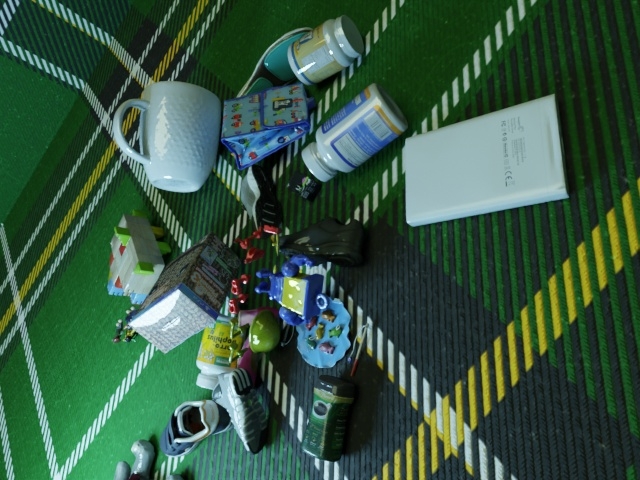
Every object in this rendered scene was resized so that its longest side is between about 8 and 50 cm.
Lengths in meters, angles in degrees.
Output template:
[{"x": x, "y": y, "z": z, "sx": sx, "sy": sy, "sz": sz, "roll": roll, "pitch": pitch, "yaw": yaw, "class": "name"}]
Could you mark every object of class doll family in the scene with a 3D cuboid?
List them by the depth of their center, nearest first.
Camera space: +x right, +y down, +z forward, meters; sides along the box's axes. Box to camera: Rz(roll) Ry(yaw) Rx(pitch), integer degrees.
[{"x": -0.681, "y": 0.311, "z": 1.772, "sx": 0.193, "sy": 0.076, "sz": 0.111, "roll": -48, "pitch": 31, "yaw": 22, "class": "doll family"}]

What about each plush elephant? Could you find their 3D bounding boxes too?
[{"x": -0.607, "y": 0.776, "z": 1.421, "sx": 0.272, "sy": 0.255, "sz": 0.329, "roll": 28, "pitch": 93, "yaw": 42, "class": "plush elephant"}]

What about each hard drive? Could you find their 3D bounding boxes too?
[{"x": 0.364, "y": -0.174, "z": 1.123, "sx": 0.353, "sy": 0.047, "sz": 0.232, "roll": -11, "pitch": 68, "yaw": 35, "class": "hard drive"}]

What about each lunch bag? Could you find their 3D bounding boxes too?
[{"x": -0.151, "y": -0.382, "z": 1.552, "sx": 0.294, "sy": 0.138, "sz": 0.220, "roll": -18, "pitch": 46, "yaw": 11, "class": "lunch bag"}]

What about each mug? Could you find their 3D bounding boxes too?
[{"x": -0.535, "y": -0.358, "z": 1.706, "sx": 0.276, "sy": 0.374, "sz": 0.327, "roll": -8, "pitch": 76, "yaw": 42, "class": "mug"}]

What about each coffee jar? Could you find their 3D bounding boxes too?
[{"x": 0.020, "y": 0.418, "z": 1.162, "sx": 0.096, "sy": 0.079, "sz": 0.184, "roll": 6, "pitch": 79, "yaw": 44, "class": "coffee jar"}]

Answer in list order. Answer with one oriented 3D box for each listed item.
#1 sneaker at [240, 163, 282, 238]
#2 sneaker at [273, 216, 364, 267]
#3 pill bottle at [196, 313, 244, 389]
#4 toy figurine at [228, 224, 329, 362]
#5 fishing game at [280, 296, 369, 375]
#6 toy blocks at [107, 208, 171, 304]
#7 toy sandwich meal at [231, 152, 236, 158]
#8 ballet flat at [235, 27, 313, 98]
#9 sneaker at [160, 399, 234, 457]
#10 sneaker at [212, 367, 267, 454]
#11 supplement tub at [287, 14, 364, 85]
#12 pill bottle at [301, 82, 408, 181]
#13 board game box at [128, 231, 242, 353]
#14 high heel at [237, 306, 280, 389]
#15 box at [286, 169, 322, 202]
[{"x": -0.194, "y": -0.110, "z": 1.530, "sx": 0.108, "sy": 0.100, "sz": 0.271, "roll": -41, "pitch": 46, "yaw": 32, "class": "sneaker"}, {"x": 0.000, "y": 0.000, "z": 1.332, "sx": 0.287, "sy": 0.109, "sz": 0.130, "roll": 2, "pitch": 66, "yaw": 33, "class": "sneaker"}, {"x": -0.294, "y": 0.322, "z": 1.428, "sx": 0.118, "sy": 0.118, "sz": 0.208, "roll": 4, "pitch": 76, "yaw": 40, "class": "pill bottle"}, {"x": -0.085, "y": 0.159, "z": 1.221, "sx": 0.217, "sy": 0.191, "sz": 0.362, "roll": 13, "pitch": 104, "yaw": 27, "class": "toy figurine"}, {"x": 0.003, "y": 0.236, "z": 1.271, "sx": 0.264, "sy": 0.041, "sz": 0.189, "roll": 17, "pitch": 88, "yaw": 41, "class": "fishing game"}, {"x": -0.708, "y": 0.093, "z": 1.825, "sx": 0.260, "sy": 0.191, "sz": 0.381, "roll": -57, "pitch": 44, "yaw": 22, "class": "toy blocks"}, {"x": -0.281, "y": -0.321, "z": 1.711, "sx": 0.086, "sy": 0.029, "sz": 0.085, "roll": -15, "pitch": 65, "yaw": 35, "class": "toy sandwich meal"}, {"x": -0.166, "y": -0.569, "z": 1.658, "sx": 0.400, "sy": 0.139, "sz": 0.139, "roll": -44, "pitch": 52, "yaw": 19, "class": "ballet flat"}, {"x": -0.393, "y": 0.541, "z": 1.424, "sx": 0.321, "sy": 0.128, "sz": 0.126, "roll": -36, "pitch": 56, "yaw": 26, "class": "sneaker"}, {"x": -0.226, "y": 0.459, "z": 1.324, "sx": 0.132, "sy": 0.086, "sz": 0.228, "roll": -15, "pitch": 87, "yaw": 40, "class": "sneaker"}, {"x": 0.016, "y": -0.576, "z": 1.487, "sx": 0.200, "sy": 0.144, "sz": 0.144, "roll": -19, "pitch": 63, "yaw": 33, "class": "supplement tub"}, {"x": 0.085, "y": -0.280, "z": 1.318, "sx": 0.272, "sy": 0.152, "sz": 0.152, "roll": -35, "pitch": 55, "yaw": 25, "class": "pill bottle"}, {"x": -0.396, "y": 0.150, "z": 1.471, "sx": 0.232, "sy": 0.141, "sz": 0.291, "roll": -33, "pitch": 23, "yaw": 25, "class": "board game box"}, {"x": -0.168, "y": 0.310, "z": 1.378, "sx": 0.117, "sy": 0.082, "sz": 0.243, "roll": -2, "pitch": 77, "yaw": 4, "class": "high heel"}, {"x": -0.049, "y": -0.160, "z": 1.449, "sx": 0.083, "sy": 0.052, "sz": 0.062, "roll": 35, "pitch": 96, "yaw": 42, "class": "box"}]
